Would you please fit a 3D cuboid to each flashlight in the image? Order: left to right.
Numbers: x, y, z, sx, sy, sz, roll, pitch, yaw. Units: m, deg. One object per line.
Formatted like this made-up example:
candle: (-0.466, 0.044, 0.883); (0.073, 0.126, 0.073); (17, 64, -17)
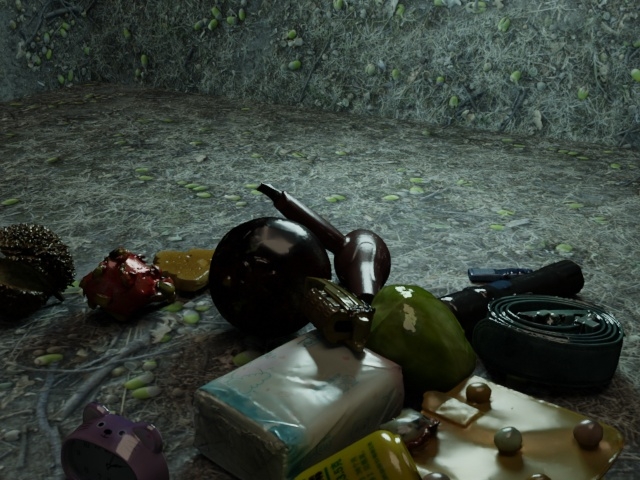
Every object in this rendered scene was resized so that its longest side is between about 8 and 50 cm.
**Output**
flashlight: (0.387, 0.117, 1.498); (0.424, 0.103, 0.103); (-13, 27, -37)

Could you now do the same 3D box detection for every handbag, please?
handbag: (0.187, 0.313, 0.964); (0.401, 0.133, 0.283); (-17, 24, -40)

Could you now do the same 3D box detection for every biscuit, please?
biscuit: (-0.260, 0.059, 1.628); (0.238, 0.041, 0.212); (-10, 20, -28)

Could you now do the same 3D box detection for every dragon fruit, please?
dragon fruit: (-0.372, 0.085, 1.447); (0.207, 0.133, 0.150); (20, 47, -39)

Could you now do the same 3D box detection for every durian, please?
durian: (-0.565, 0.066, 1.427); (0.196, 0.196, 0.167); (-8, 36, -25)

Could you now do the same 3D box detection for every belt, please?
belt: (0.400, 0.177, 1.313); (0.267, 0.116, 0.206); (4, 19, -4)

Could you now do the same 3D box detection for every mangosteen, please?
mangosteen: (-0.095, 0.062, 1.420); (0.231, 0.231, 0.289); (2, 7, -1)

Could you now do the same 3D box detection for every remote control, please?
remote control: (0.413, 0.078, 1.671); (0.152, 0.027, 0.043); (0, 27, 0)

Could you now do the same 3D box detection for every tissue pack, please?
tissue pack: (-0.028, 0.247, 1.091); (0.201, 0.124, 0.271); (24, 30, 35)

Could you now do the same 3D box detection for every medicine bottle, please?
medicine bottle: (-0.028, 0.323, 0.816); (0.309, 0.076, 0.111); (-30, 47, 2)

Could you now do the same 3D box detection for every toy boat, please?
toy boat: (0.017, 0.110, 1.191); (0.088, 0.068, 0.226); (0, 16, -23)

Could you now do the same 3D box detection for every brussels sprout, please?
brussels sprout: (0.163, 0.169, 1.226); (0.223, 0.161, 0.223); (24, 13, -6)

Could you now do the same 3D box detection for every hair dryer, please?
hair dryer: (0.000, 0.000, 1.517); (0.340, 0.123, 0.312); (37, 18, -8)

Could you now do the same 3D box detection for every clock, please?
clock: (-0.277, 0.286, 0.980); (0.152, 0.110, 0.050); (13, 23, 25)
